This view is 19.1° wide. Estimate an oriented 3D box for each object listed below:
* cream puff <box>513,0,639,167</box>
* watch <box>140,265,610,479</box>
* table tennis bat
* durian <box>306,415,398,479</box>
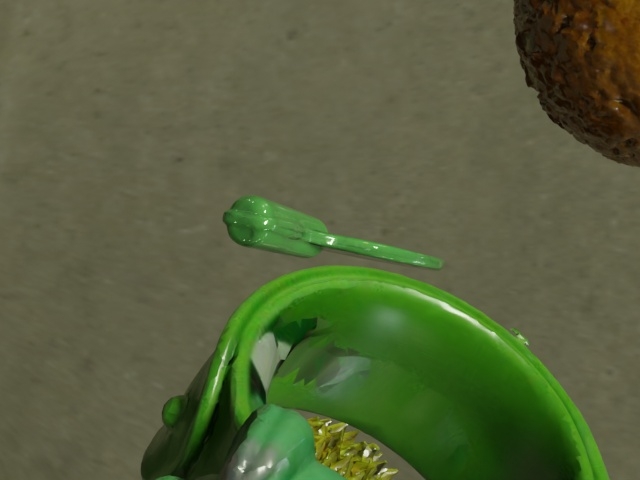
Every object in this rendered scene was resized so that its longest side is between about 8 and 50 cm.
[{"bbox_3d":[0.278,-0.195,1.430,0.303,0.212,0.303,-17,125,-26],"label":"cream puff"},{"bbox_3d":[0.021,0.097,0.560,0.165,0.131,0.152,35,37,5],"label":"watch"},{"bbox_3d":[0.000,0.000,1.503,0.257,0.160,0.039,15,86,-62],"label":"table tennis bat"},{"bbox_3d":[-0.004,0.304,1.487,0.169,0.158,0.351,9,100,1],"label":"durian"}]
